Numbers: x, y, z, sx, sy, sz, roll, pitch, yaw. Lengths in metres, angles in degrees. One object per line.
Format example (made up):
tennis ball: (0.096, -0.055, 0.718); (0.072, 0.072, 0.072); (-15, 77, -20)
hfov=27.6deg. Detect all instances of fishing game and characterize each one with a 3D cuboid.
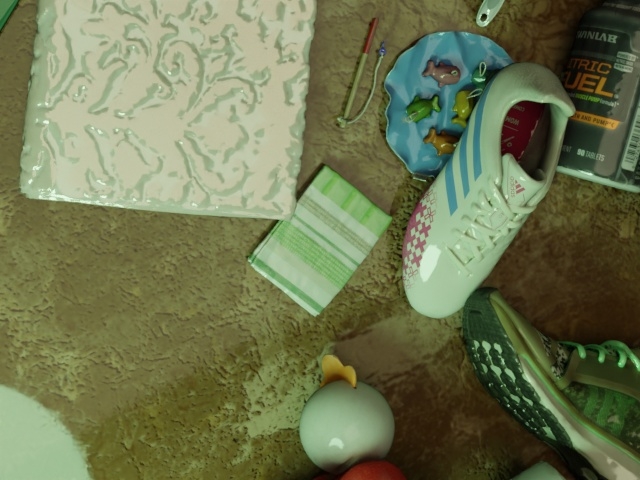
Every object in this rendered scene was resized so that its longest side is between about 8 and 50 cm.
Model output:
fishing game: (0.161, -0.157, 1.552); (0.264, 0.041, 0.189); (18, 92, -13)

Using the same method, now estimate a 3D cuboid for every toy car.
toy car: (0.027, 0.256, 1.539); (0.219, 0.210, 0.238); (0, 69, -24)

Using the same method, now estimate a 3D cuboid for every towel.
towel: (-0.166, -0.197, 1.474); (0.317, 0.053, 0.332); (6, 97, -13)
towel: (0.000, 0.000, 1.555); (0.113, 0.023, 0.152); (39, 87, -16)

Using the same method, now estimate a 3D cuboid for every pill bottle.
pill bottle: (0.353, -0.189, 1.538); (0.130, 0.130, 0.246); (14, 95, -13)

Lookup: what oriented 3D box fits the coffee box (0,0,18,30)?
coffee box: (-0.410, -0.240, 1.425); (0.113, 0.040, 0.184); (33, 91, -13)

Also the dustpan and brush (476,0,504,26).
dustpan and brush: (0.245, -0.344, 1.523); (0.147, 0.060, 0.211); (34, 120, 6)

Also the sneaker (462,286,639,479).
sneaker: (0.336, 0.176, 1.598); (0.410, 0.158, 0.182); (46, 76, -20)

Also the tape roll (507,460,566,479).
tape roll: (0.295, 0.407, 1.537); (0.100, 0.286, 0.286); (-30, 103, -6)

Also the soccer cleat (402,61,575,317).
soccer cleat: (0.188, -0.045, 1.496); (0.116, 0.143, 0.331); (15, 108, -20)
